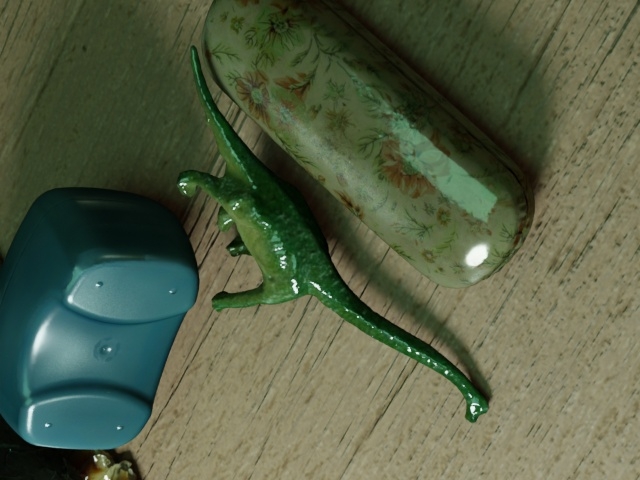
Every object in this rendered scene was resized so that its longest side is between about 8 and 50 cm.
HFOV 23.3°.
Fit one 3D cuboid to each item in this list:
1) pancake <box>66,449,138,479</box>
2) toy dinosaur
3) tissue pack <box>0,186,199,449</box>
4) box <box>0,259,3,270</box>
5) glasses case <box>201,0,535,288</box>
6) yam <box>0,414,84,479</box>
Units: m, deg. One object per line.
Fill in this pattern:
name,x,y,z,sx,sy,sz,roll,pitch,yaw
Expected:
pancake,-0.284,0.379,1.925,0.212,0.056,0.257,-29,85,29
toy dinosaur,0.000,0.000,1.665,0.301,0.087,0.447,1,118,36
tissue pack,-0.271,0.078,1.775,0.206,0.198,0.287,50,127,48
box,-0.456,0.036,1.965,0.115,0.036,0.177,-34,83,29
glasses case,0.043,-0.123,1.633,0.425,0.098,0.156,43,123,15
yam,-0.395,0.299,1.858,0.202,0.201,0.271,-66,27,17
